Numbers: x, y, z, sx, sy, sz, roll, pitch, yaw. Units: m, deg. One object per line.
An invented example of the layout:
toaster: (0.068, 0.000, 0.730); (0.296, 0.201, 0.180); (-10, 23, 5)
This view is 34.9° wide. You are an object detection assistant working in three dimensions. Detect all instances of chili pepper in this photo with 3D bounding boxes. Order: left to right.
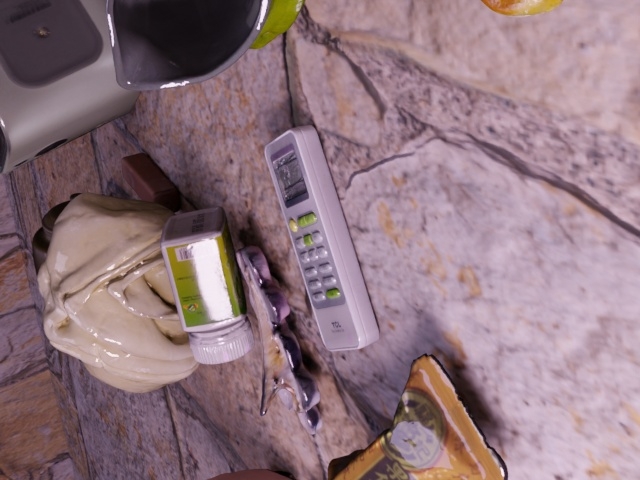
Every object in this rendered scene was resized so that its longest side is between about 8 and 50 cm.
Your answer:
chili pepper: (-0.046, -0.245, 1.055); (0.202, 0.050, 0.052); (-36, 28, 62)

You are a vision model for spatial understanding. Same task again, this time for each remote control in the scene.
remote control: (0.000, 0.000, 1.134); (0.103, 0.034, 0.250); (-17, 90, 66)

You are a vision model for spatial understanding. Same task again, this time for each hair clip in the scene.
hair clip: (-0.060, 0.127, 1.308); (0.146, 0.075, 0.257); (118, 140, -78)

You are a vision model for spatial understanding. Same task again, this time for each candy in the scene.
candy: (0.090, 0.221, 1.014); (0.143, 0.101, 0.271); (57, 146, 18)

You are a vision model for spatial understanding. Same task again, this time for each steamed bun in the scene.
steamed bun: (-0.266, 0.094, 1.513); (0.203, 0.276, 0.289); (21, 100, 46)

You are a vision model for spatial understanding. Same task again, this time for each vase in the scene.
vase: (-0.142, -0.317, 1.068); (0.251, 0.156, 0.301); (-45, 35, 20)

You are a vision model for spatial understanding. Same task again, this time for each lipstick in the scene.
lipstick: (-0.276, -0.091, 1.648); (0.145, 0.045, 0.045); (44, 144, 47)

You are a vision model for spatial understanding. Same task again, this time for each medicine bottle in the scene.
medicine bottle: (-0.151, 0.064, 1.371); (0.132, 0.088, 0.188); (-103, 1, -72)

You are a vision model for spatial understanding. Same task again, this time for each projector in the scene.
projector: (-0.451, -0.278, 1.601); (0.248, 0.249, 0.248); (58, 155, 0)

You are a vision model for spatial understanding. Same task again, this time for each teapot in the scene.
teapot: (-0.437, -0.009, 1.896); (0.267, 0.186, 0.175); (-76, -10, -63)

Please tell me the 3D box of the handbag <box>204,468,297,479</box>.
handbag: (-0.104, 0.402, 1.451); (0.205, 0.179, 0.116); (-6, 92, 64)

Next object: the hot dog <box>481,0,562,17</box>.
hot dog: (0.137, -0.281, 0.625); (0.088, 0.061, 0.285); (40, 139, 45)
